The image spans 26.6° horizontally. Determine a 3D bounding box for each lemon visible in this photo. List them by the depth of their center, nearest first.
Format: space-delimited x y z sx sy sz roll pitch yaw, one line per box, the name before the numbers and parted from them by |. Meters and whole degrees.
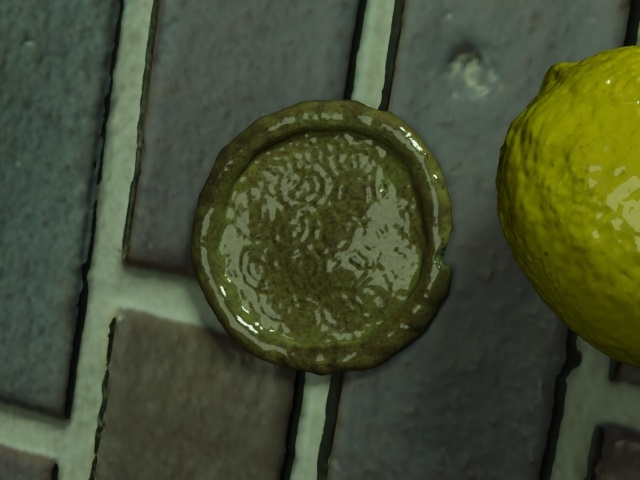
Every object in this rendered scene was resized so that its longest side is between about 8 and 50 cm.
lemon | 0.194 -0.018 0.769 0.180 0.180 0.193 -29 102 21

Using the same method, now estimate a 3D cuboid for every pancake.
pancake | 0.001 0.000 0.929 0.199 0.021 0.199 2 97 20
